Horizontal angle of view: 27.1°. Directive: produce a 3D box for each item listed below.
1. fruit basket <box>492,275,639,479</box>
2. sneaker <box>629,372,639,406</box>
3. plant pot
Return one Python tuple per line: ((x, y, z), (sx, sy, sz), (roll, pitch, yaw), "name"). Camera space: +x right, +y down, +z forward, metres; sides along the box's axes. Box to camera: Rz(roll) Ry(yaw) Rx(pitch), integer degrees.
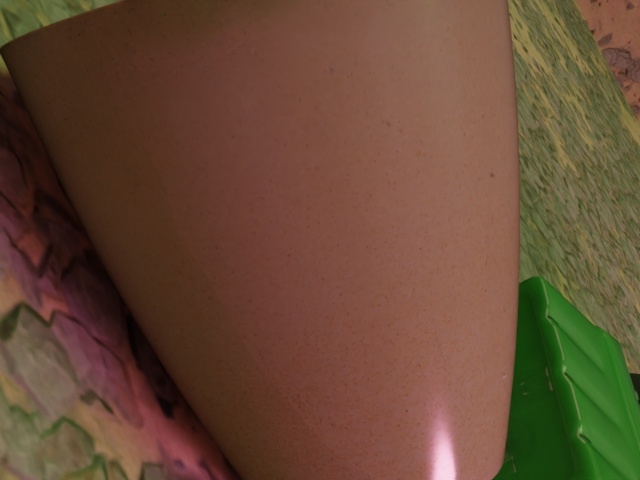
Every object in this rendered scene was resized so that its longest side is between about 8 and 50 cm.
((0.168, 0.217, 0.932), (0.327, 0.165, 0.353), (-96, 164, -49), "fruit basket")
((0.366, 0.240, 1.380), (0.341, 0.139, 0.125), (22, 47, -30), "sneaker")
((0.000, 0.000, 0.688), (0.256, 0.256, 0.274), (-39, 114, -70), "plant pot")
